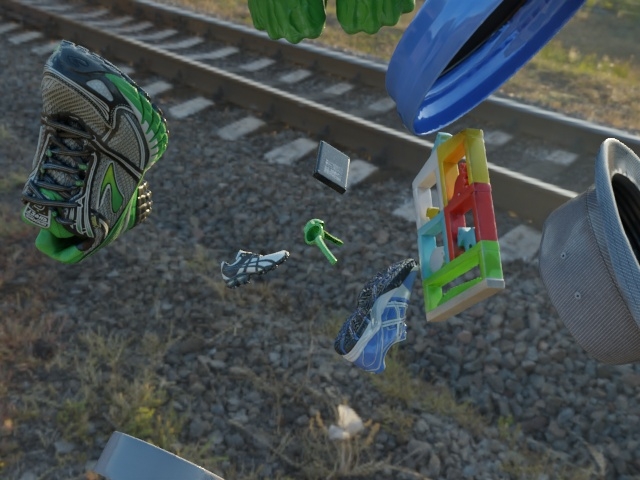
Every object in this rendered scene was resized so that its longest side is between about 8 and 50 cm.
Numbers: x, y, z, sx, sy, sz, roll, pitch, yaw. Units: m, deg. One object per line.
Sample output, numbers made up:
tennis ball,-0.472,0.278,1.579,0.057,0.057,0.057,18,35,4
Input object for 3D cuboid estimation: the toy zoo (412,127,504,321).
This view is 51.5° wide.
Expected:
toy zoo,0.204,-0.039,1.031,0.030,0.192,0.293,4,69,-17

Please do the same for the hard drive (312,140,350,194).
hard drive,0.029,-0.188,1.693,0.094,0.022,0.135,29,41,-19

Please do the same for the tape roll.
tape roll,-0.267,0.400,1.119,0.219,0.219,0.072,16,64,19

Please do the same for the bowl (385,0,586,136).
bowl,0.244,-0.302,0.881,0.077,0.391,0.391,49,38,10

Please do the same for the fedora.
fedora,0.341,0.033,0.778,0.243,0.124,0.276,8,62,-46

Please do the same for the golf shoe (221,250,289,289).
golf shoe,-0.186,0.059,1.857,0.198,0.094,0.077,-25,-7,-7

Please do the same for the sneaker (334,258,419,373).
sneaker,0.101,0.116,1.050,0.211,0.081,0.080,-53,18,-28

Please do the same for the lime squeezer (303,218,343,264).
lime squeezer,0.000,0.000,1.647,0.058,0.110,0.310,-33,4,7

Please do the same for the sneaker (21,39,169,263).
sneaker,-0.269,-0.077,0.765,0.134,0.344,0.146,32,55,7

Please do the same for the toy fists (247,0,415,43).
toy fists,0.016,-0.405,1.090,0.279,0.142,0.096,-4,22,8
